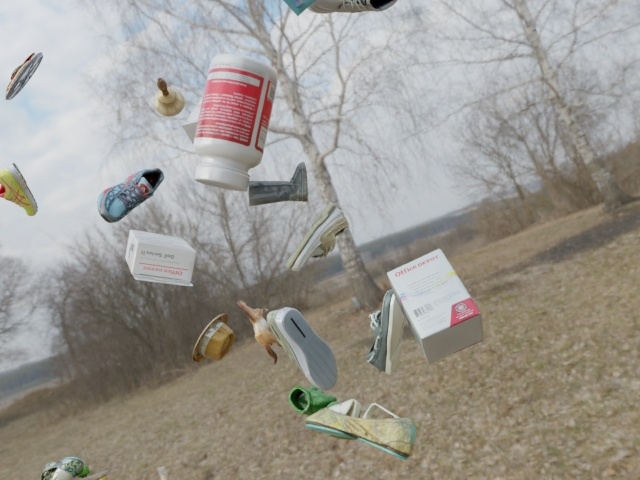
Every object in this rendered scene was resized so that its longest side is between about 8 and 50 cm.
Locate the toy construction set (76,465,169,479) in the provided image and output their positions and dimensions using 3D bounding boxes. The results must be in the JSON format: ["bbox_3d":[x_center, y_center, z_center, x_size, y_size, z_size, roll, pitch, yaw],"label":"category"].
[{"bbox_3d":[-0.573,0.707,1.536,0.309,0.237,0.257,-16,-29,-21],"label":"toy construction set"}]

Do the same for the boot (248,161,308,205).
[{"bbox_3d":[-0.150,-0.198,1.951,0.209,0.189,0.076,-5,-41,4],"label":"boot"}]

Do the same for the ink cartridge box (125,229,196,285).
[{"bbox_3d":[-0.566,0.058,1.972,0.207,0.119,0.353,10,6,-25],"label":"ink cartridge box"}]

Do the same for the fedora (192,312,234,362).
[{"bbox_3d":[-0.341,0.336,1.841,0.194,0.079,0.194,-53,-15,-21],"label":"fedora"}]

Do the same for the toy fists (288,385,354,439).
[{"bbox_3d":[0.025,0.558,1.819,0.279,0.096,0.142,20,-9,48],"label":"toy fists"}]

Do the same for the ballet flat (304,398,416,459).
[{"bbox_3d":[0.108,0.487,1.490,0.349,0.123,0.123,-1,12,44],"label":"ballet flat"}]

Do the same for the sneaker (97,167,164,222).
[{"bbox_3d":[-0.594,-0.158,1.760,0.125,0.104,0.262,-16,30,37],"label":"sneaker"}]

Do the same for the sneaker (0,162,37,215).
[{"bbox_3d":[-0.997,-0.155,1.812,0.094,0.081,0.208,-31,-39,-24],"label":"sneaker"}]

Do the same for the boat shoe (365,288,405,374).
[{"bbox_3d":[0.172,0.251,1.542,0.099,0.319,0.116,18,46,22],"label":"boat shoe"}]

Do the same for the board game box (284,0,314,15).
[{"bbox_3d":[-0.123,-0.753,1.401,0.079,0.336,0.254,-33,-49,24],"label":"board game box"}]

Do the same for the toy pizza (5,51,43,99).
[{"bbox_3d":[-1.002,-0.556,1.866,0.201,0.032,0.201,-41,27,26],"label":"toy pizza"}]

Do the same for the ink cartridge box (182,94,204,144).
[{"bbox_3d":[-0.386,-0.456,2.153,0.168,0.171,0.232,-5,43,25],"label":"ink cartridge box"}]

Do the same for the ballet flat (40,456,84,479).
[{"bbox_3d":[-0.699,0.629,1.498,0.188,0.070,0.070,-30,-8,40],"label":"ballet flat"}]

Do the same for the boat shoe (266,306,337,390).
[{"bbox_3d":[-0.050,0.316,1.649,0.109,0.302,0.094,-41,22,-31],"label":"boat shoe"}]

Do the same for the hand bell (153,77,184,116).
[{"bbox_3d":[-0.612,-0.584,2.182,0.126,0.126,0.242,-19,-3,-8],"label":"hand bell"}]

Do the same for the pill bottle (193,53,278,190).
[{"bbox_3d":[-0.285,-0.377,1.825,0.229,0.407,0.229,11,-4,1],"label":"pill bottle"}]

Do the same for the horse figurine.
[{"bbox_3d":[-0.220,0.343,2.141,0.066,0.263,0.174,-32,-25,11],"label":"horse figurine"}]

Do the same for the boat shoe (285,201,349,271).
[{"bbox_3d":[0.000,0.000,1.803,0.302,0.103,0.113,-54,6,-36],"label":"boat shoe"}]

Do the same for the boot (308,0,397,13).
[{"bbox_3d":[0.090,-0.671,1.526,0.258,0.095,0.123,-22,35,-28],"label":"boot"}]

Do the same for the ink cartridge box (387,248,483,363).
[{"bbox_3d":[0.237,0.135,1.158,0.128,0.176,0.127,-24,-38,2],"label":"ink cartridge box"}]
